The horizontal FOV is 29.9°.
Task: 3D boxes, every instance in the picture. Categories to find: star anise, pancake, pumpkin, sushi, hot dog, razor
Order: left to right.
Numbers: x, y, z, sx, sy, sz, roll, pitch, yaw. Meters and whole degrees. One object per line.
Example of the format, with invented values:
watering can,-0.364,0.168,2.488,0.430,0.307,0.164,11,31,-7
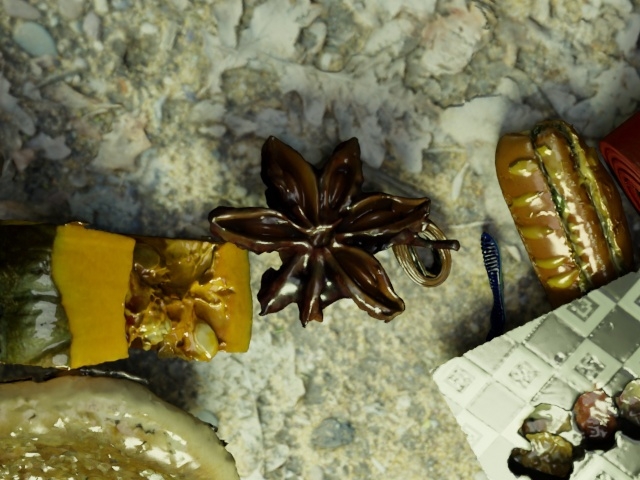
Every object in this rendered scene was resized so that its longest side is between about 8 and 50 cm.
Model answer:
pancake,-0.260,0.268,1.230,0.382,0.071,0.382,-3,132,-3
pumpkin,-0.200,0.051,1.162,0.280,0.190,0.139,2,89,-6
star anise,0.000,0.000,1.215,0.220,0.126,0.190,44,68,4
razor,0.189,0.063,1.317,0.028,0.044,0.155,-14,108,-35
hot dog,0.275,-0.007,1.286,0.115,0.072,0.269,-31,108,-6
sushi,0.304,0.177,1.317,0.290,0.050,0.264,-26,103,16

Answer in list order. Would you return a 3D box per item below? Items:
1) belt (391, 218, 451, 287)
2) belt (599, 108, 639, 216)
belt,0.109,0.009,1.283,0.059,0.036,0.083,-28,110,0
belt,0.421,-0.009,1.223,0.115,0.227,0.324,-37,103,6
